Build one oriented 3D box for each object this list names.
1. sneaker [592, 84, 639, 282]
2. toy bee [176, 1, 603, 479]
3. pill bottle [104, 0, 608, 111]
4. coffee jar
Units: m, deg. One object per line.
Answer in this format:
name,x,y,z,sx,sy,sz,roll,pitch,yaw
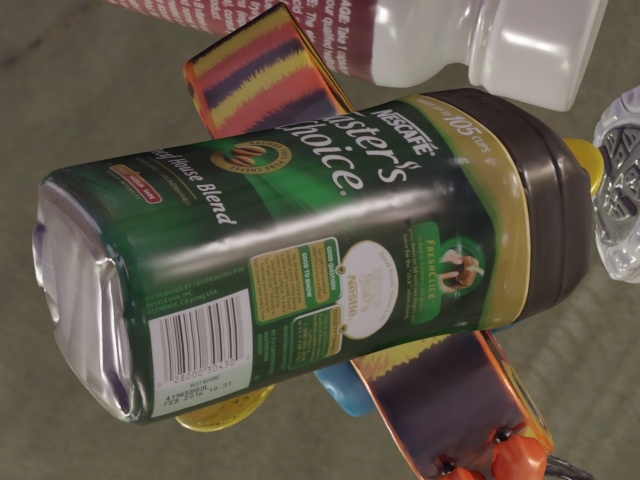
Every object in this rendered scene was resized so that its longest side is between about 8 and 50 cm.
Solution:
sneaker,0.210,-0.053,0.840,0.232,0.115,0.090,115,153,-50
toy bee,0.052,0.038,0.724,0.195,0.298,0.162,-53,11,10
pill bottle,-0.003,-0.226,1.096,0.392,0.224,0.224,18,91,8
coffee jar,0.000,0.000,0.608,0.096,0.184,0.079,35,133,55
